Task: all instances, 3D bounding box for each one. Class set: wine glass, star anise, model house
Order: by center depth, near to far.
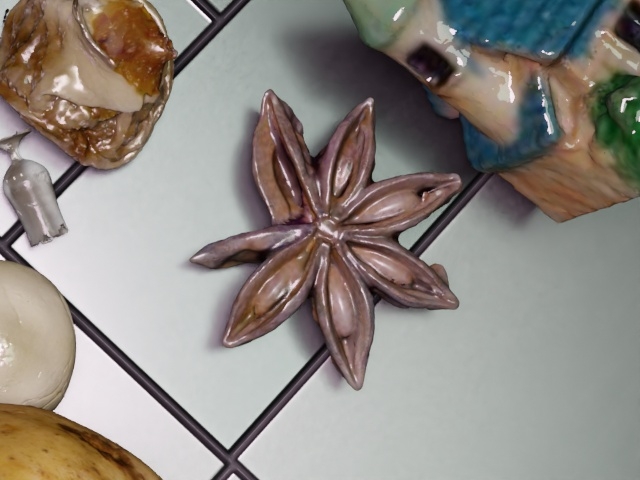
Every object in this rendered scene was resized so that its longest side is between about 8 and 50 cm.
[{"bbox_3d":[-0.212,-0.036,1.315,0.042,0.039,0.083,-22,94,1],"label":"wine glass"},{"bbox_3d":[0.185,-0.216,1.317,0.280,0.245,0.312,40,70,-13],"label":"model house"},{"bbox_3d":[0.016,0.002,1.343,0.197,0.073,0.212,24,82,-6],"label":"star anise"}]

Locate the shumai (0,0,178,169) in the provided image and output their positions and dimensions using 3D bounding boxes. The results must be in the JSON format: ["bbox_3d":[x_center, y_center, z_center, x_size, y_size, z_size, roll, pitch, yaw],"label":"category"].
[{"bbox_3d":[-0.163,-0.133,1.294,0.145,0.116,0.145,2,83,-13],"label":"shumai"}]

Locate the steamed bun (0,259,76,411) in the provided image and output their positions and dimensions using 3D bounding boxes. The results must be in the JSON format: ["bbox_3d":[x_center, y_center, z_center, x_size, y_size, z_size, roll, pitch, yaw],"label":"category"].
[{"bbox_3d":[-0.226,0.077,1.269,0.112,0.091,0.130,19,79,-12],"label":"steamed bun"}]

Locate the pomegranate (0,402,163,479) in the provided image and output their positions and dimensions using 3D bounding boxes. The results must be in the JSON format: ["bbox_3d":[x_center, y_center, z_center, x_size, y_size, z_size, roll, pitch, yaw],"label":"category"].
[{"bbox_3d":[-0.202,0.243,1.170,0.281,0.281,0.281,1,83,-13],"label":"pomegranate"}]
